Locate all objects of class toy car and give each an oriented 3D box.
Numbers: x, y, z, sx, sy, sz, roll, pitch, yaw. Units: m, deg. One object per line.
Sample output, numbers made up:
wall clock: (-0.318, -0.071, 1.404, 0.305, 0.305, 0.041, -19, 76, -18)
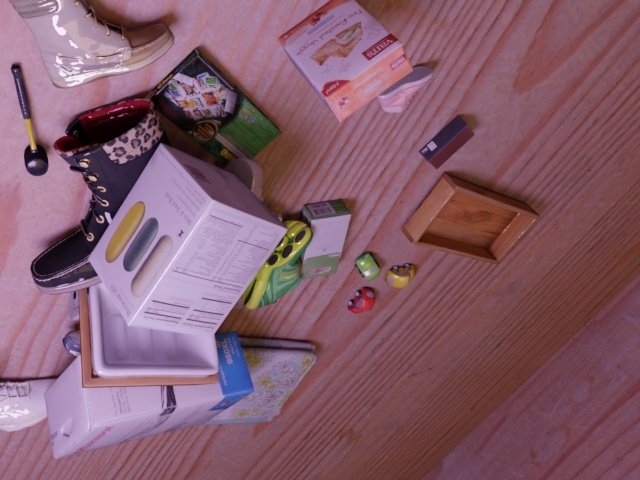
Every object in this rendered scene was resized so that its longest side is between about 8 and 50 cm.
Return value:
toy car: (0.161, 0.116, 1.743, 0.239, 0.053, 0.225, -34, 140, 2)

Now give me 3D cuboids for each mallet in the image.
mallet: (-0.503, -0.207, 1.026, 0.039, 0.062, 0.190, -12, 121, -22)

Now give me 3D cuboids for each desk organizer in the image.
desk organizer: (0.314, -0.242, 1.483, 0.130, 0.047, 0.050, -43, 141, 13)

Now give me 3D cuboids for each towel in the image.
towel: (-0.223, 0.420, 1.792, 0.374, 0.090, 0.320, 12, 121, -39)

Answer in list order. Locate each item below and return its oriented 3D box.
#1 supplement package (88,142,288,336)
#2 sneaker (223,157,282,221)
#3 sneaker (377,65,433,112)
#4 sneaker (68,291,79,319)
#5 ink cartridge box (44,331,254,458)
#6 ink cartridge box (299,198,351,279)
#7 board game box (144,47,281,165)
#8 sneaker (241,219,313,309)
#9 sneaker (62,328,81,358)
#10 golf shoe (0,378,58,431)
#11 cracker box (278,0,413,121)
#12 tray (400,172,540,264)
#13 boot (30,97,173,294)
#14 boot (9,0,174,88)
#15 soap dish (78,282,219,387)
supplement package: (-0.243, 0.006, 1.092, 0.198, 0.199, 0.263, 21, 109, -52)
sneaker: (-0.151, -0.069, 1.326, 0.169, 0.108, 0.292, -17, 144, -42)
sneaker: (0.188, -0.329, 1.315, 0.134, 0.051, 0.070, -27, 141, 0)
sneaker: (-0.465, 0.102, 1.323, 0.121, 0.079, 0.217, 5, 135, -46)
ink cartridge box: (-0.407, 0.362, 1.418, 0.395, 0.166, 0.285, -1, 152, -42)
ink cartridge box: (0.000, 0.000, 1.519, 0.109, 0.062, 0.209, -10, 136, -23)
board game box: (-0.202, -0.245, 1.174, 0.136, 0.030, 0.259, -41, 139, 8)
sneaker: (-0.100, 0.057, 1.496, 0.123, 0.109, 0.295, 1, 138, -41)
sneaker: (-0.464, 0.204, 1.421, 0.283, 0.110, 0.122, -3, 126, -42)
golf shoe: (-0.756, 0.377, 1.397, 0.306, 0.115, 0.140, -13, 133, -22)
cracker box: (0.039, -0.336, 1.072, 0.155, 0.232, 0.067, -35, 140, 3)
tray: (0.441, -0.053, 1.732, 0.411, 0.076, 0.203, 12, 124, -40)
boot: (-0.414, -0.079, 1.123, 0.377, 0.138, 0.284, -27, 141, -11)
boot: (-0.353, -0.346, 0.941, 0.213, 0.077, 0.165, -21, 137, -8)
soap dish: (-0.367, 0.202, 1.257, 0.291, 0.229, 0.118, 9, 145, -39)
